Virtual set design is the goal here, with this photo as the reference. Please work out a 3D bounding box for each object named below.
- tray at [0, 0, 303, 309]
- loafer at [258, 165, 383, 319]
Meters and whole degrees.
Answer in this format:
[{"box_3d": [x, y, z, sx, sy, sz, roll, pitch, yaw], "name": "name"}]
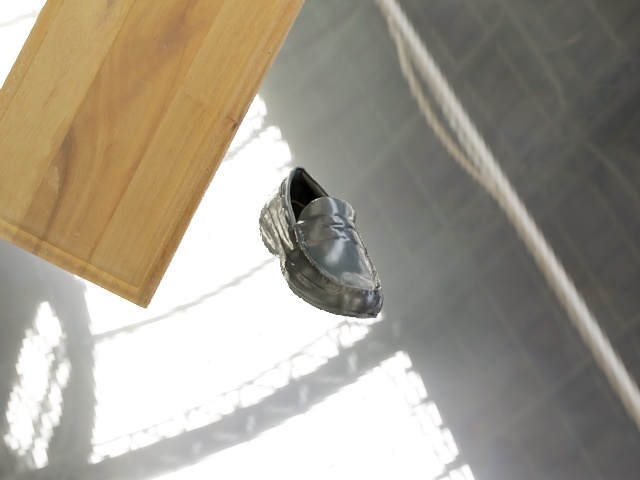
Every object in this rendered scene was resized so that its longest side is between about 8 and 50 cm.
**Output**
[{"box_3d": [-0.153, -0.167, 1.269, 0.411, 0.203, 0.076, -63, -176, -1], "name": "tray"}, {"box_3d": [0.000, 0.000, 1.247, 0.223, 0.076, 0.078, 52, -53, 59], "name": "loafer"}]
